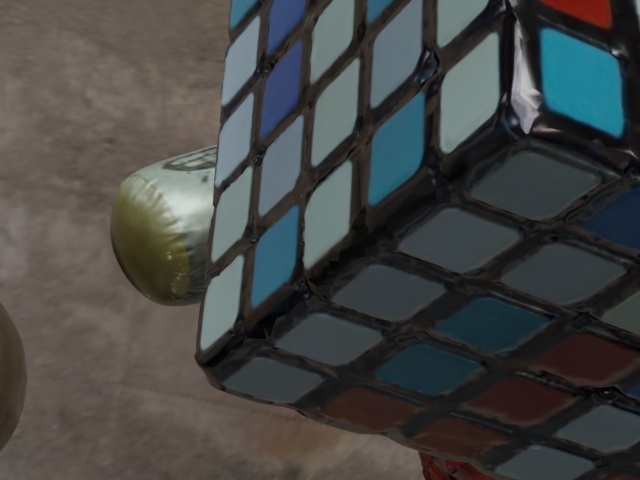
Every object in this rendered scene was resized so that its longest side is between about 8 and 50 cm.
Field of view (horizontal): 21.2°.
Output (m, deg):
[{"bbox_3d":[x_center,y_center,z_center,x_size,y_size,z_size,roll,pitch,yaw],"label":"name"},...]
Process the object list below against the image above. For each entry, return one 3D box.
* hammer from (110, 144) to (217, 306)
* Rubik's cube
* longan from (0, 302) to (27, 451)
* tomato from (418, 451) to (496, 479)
[{"bbox_3d":[0.000,0.000,1.197,0.305,0.202,0.113,19,123,51],"label":"hammer"},{"bbox_3d":[0.082,-0.038,0.558,0.187,0.182,0.184,-41,38,48],"label":"Rubik's cube"},{"bbox_3d":[-0.442,0.154,1.776,0.243,0.300,0.300,38,104,21],"label":"longan"},{"bbox_3d":[0.216,0.229,1.704,0.233,0.139,0.200,53,149,15],"label":"tomato"}]
